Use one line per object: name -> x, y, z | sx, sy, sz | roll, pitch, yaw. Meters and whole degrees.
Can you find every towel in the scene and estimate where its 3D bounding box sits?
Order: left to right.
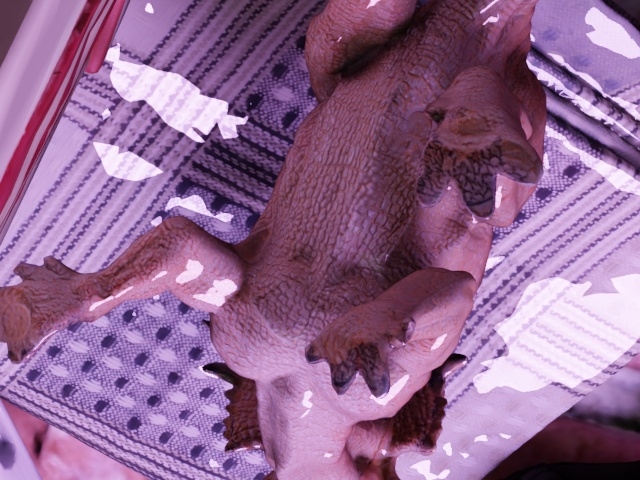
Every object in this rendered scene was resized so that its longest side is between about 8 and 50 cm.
towel -> 0.000, 0.000, 0.689 | 0.312, 0.056, 0.324 | 33, 122, -20

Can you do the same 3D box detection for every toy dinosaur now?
toy dinosaur -> 0.025, -0.011, 0.573 | 0.127, 0.200, 0.295 | 36, 100, 20

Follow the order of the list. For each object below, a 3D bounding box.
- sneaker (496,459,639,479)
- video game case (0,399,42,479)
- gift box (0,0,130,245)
sneaker -> 0.093, 0.178, 0.796 | 0.276, 0.097, 0.135 | -31, 121, 21
video game case -> -0.305, 0.054, 0.727 | 0.329, 0.036, 0.300 | -5, 128, 18
gift box -> -0.169, -0.108, 0.447 | 0.255, 0.258, 0.276 | 26, 147, -11
